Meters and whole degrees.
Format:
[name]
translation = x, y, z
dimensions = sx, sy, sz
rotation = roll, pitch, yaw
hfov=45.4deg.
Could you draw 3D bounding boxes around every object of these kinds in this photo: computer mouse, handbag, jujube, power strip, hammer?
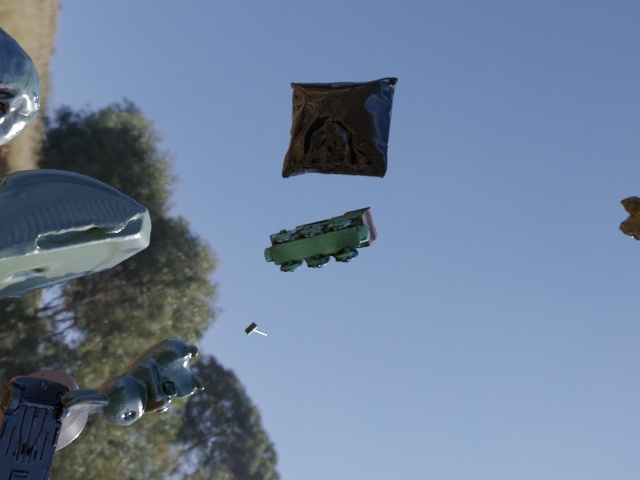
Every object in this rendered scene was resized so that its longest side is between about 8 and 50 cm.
[computer mouse]
translation = -0.434, -0.011, 1.039
dimensions = 0.228, 0.429, 0.145
rotation = -30, -102, 48
[handbag]
translation = 0.033, -0.229, 1.577
dimensions = 0.254, 0.089, 0.211
rotation = 4, -94, 31
[jujube]
translation = -0.625, -0.297, 1.261
dimensions = 0.308, 0.215, 0.246
rotation = 40, -11, 15
[power strip]
translation = -0.527, 0.325, 1.450
dimensions = 0.154, 0.154, 0.078
rotation = 38, -32, 41
[hammer]
translation = -0.179, 0.261, 2.194
dimensions = 0.019, 0.035, 0.110
rotation = 50, 5, 28

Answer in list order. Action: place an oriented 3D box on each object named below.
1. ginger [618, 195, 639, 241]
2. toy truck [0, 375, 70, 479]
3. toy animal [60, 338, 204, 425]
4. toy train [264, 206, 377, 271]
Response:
[ginger]
translation = 0.511, -0.068, 0.872
dimensions = 0.166, 0.333, 0.080
rotation = 61, 9, 9
[toy truck]
translation = -0.514, 0.357, 1.291
dimensions = 0.114, 0.107, 0.252
rotation = -8, -114, 48
[toy animal]
translation = -0.319, 0.256, 1.315
dimensions = 0.138, 0.236, 0.108
rotation = 20, -50, 55
[toy train]
translation = 0.000, 0.000, 1.231
dimensions = 0.176, 0.118, 0.074
rotation = -13, -79, 16
